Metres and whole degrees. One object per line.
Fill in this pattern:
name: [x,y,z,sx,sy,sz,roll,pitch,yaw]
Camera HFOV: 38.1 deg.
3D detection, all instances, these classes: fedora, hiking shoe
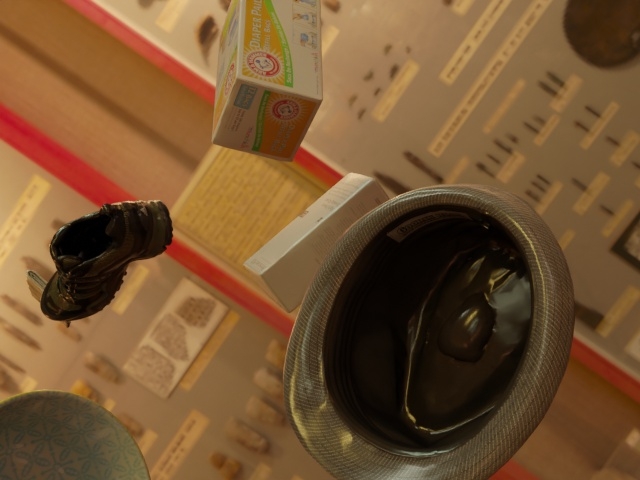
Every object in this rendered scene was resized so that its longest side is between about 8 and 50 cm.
fedora: [0.107,0.089,0.807,0.124,0.243,0.275,25,-93,-56]
hiking shoe: [-0.278,0.018,1.080,0.227,0.086,0.114,-40,-32,28]

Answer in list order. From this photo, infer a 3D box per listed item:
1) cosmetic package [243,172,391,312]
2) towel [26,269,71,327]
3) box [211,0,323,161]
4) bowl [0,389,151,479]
cosmetic package: [0.000,0.000,1.441,0.231,0.085,0.117,-39,17,-10]
towel: [-0.542,0.117,1.862,0.023,0.113,0.152,-46,-3,-22]
box: [-0.064,-0.212,1.119,0.114,0.103,0.203,121,155,-48]
bowl: [-0.367,0.341,1.144,0.156,0.289,0.289,-22,24,41]
